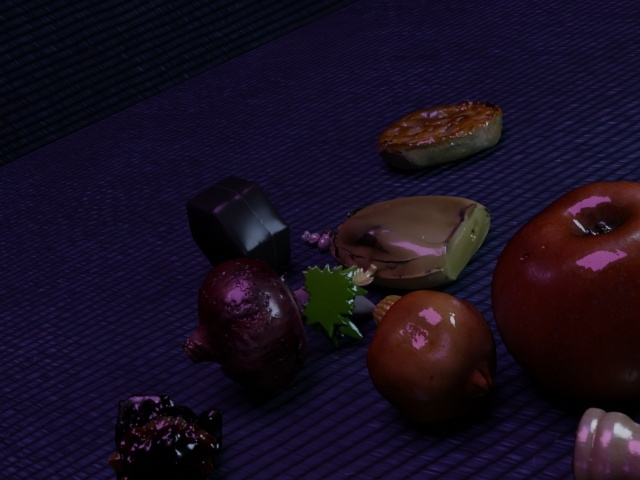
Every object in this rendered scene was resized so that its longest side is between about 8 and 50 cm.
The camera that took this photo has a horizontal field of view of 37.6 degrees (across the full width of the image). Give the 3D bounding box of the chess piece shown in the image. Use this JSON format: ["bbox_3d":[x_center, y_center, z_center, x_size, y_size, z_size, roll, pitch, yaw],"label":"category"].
[{"bbox_3d":[0.519,0.287,1.151,0.396,0.117,0.117,2,35,33],"label":"chess piece"}]

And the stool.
[{"bbox_3d":[-0.174,-0.020,2.016,0.141,0.232,0.232,-37,32,-24],"label":"stool"}]

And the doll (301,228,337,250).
[{"bbox_3d":[0.002,-0.005,2.064,0.058,0.040,0.085,-41,34,-15],"label":"doll"}]

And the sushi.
[{"bbox_3d":[-0.249,0.343,1.499,0.172,0.153,0.150,1,9,-2],"label":"sushi"}]

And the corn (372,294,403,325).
[{"bbox_3d":[0.157,0.147,1.676,0.085,0.063,0.165,-53,34,-8],"label":"corn"}]

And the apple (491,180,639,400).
[{"bbox_3d":[0.425,0.073,1.404,0.348,0.277,0.349,-16,29,9],"label":"apple"}]

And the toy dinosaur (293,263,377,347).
[{"bbox_3d":[0.017,0.129,1.770,0.194,0.152,0.177,-7,-9,7],"label":"toy dinosaur"}]

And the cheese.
[{"bbox_3d":[0.161,-0.001,1.873,0.315,0.128,0.259,5,28,30],"label":"cheese"}]

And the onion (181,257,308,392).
[{"bbox_3d":[-0.138,0.152,1.654,0.219,0.252,0.252,-23,28,-4],"label":"onion"}]

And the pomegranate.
[{"bbox_3d":[0.170,0.179,1.459,0.209,0.209,0.209,-15,29,9],"label":"pomegranate"}]

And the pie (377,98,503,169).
[{"bbox_3d":[0.286,-0.257,2.274,0.315,0.092,0.315,-15,24,7],"label":"pie"}]
